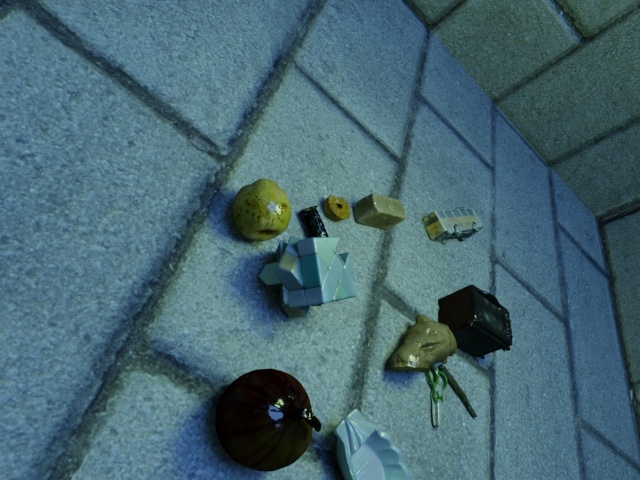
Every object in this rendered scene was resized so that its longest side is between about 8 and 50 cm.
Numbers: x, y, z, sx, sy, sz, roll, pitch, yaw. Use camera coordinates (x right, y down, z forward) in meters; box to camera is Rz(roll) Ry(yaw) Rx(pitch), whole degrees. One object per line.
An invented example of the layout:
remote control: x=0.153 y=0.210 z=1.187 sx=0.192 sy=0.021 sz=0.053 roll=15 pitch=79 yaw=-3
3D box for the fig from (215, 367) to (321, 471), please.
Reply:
fig: x=-0.121 y=0.405 z=1.189 sx=0.234 sy=0.214 sz=0.235 roll=10 pitch=52 yaw=-12

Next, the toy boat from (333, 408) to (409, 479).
toy boat: x=0.126 y=0.604 z=1.385 sx=0.199 sy=0.100 sz=0.290 roll=-28 pitch=89 yaw=-50

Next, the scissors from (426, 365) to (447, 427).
scissors: x=0.396 y=0.531 z=1.755 sx=0.101 sy=0.027 sz=0.205 roll=34 pitch=45 yaw=-24

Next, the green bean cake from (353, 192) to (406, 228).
green bean cake: x=0.219 y=-0.106 z=1.903 sx=0.179 sy=0.109 sz=0.085 roll=11 pitch=60 yaw=-40

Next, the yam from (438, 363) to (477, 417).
yam: x=0.497 y=0.540 z=1.855 sx=0.027 sy=0.029 sz=0.234 roll=-36 pitch=96 yaw=-22

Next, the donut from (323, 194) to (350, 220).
donut: x=0.055 y=-0.109 z=1.791 sx=0.108 sy=0.043 sz=0.097 roll=11 pitch=59 yaw=-42

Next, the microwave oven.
microwave oven: x=0.593 y=0.310 z=1.964 sx=0.247 sy=0.188 sz=0.178 roll=33 pitch=47 yaw=-27

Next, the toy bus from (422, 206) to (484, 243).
toy bus: x=0.585 y=-0.068 z=2.262 sx=0.342 sy=0.097 sz=0.138 roll=-9 pitch=66 yaw=-46

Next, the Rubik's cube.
Rubik's cube: x=-0.045 y=0.101 z=1.449 sx=0.265 sy=0.212 sz=0.225 roll=1 pitch=80 yaw=-57

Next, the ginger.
ginger: x=0.345 y=0.361 z=1.732 sx=0.354 sy=0.126 sz=0.190 roll=-23 pitch=89 yaw=-51

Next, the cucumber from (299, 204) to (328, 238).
cucumber: x=0.000 y=-0.002 z=1.653 sx=0.067 sy=0.067 sz=0.245 roll=-5 pitch=68 yaw=-46

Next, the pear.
pear: x=-0.166 y=-0.089 z=1.464 sx=0.178 sy=0.178 sz=0.178 roll=24 pitch=51 yaw=-34
